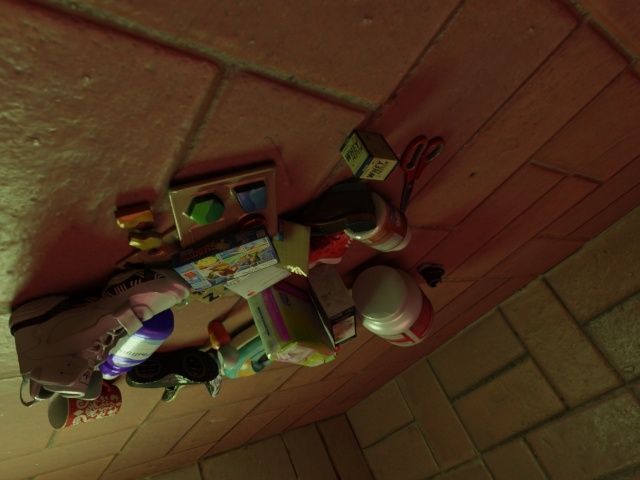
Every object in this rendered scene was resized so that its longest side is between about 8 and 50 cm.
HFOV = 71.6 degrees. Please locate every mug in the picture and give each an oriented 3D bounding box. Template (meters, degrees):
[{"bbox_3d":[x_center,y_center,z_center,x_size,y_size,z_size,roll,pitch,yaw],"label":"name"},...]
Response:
[{"bbox_3d":[-0.677,0.475,1.304,0.150,0.113,0.169,-37,153,22],"label":"mug"}]

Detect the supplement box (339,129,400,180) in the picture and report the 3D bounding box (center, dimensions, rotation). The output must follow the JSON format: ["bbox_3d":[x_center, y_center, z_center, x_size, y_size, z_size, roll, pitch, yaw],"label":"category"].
[{"bbox_3d":[0.100,-0.173,0.904,0.083,0.083,0.056,0,141,-37],"label":"supplement box"}]

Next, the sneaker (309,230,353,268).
[{"bbox_3d":[0.000,0.000,1.130,0.221,0.087,0.128,-9,140,-51],"label":"sneaker"}]

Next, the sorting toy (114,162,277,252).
[{"bbox_3d":[-0.228,-0.034,0.888,0.308,0.041,0.229,-17,146,-19],"label":"sorting toy"}]

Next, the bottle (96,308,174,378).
[{"bbox_3d":[-0.482,0.261,1.123,0.118,0.092,0.283,20,130,-39],"label":"bottle"}]

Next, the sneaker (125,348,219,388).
[{"bbox_3d":[-0.464,0.410,1.391,0.287,0.108,0.130,11,144,-31],"label":"sneaker"}]

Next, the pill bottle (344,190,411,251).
[{"bbox_3d":[0.150,-0.040,1.125,0.121,0.121,0.216,-38,150,19],"label":"pill bottle"}]

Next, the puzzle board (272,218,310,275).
[{"bbox_3d":[-0.068,0.014,1.029,0.011,0.097,0.128,-41,141,-55],"label":"puzzle board"}]

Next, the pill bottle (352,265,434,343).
[{"bbox_3d":[0.251,0.226,1.533,0.229,0.228,0.408,-32,151,9],"label":"pill bottle"}]

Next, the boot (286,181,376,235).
[{"bbox_3d":[0.023,-0.072,1.032,0.220,0.106,0.082,-3,160,16],"label":"boot"}]

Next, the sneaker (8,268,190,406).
[{"bbox_3d":[-0.441,0.199,0.919,0.366,0.210,0.137,-15,149,-11],"label":"sneaker"}]

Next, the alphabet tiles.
[{"bbox_3d":[-0.293,0.069,1.054,0.285,0.011,0.342,-31,151,8],"label":"alphabet tiles"}]

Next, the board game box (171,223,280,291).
[{"bbox_3d":[-0.197,0.041,0.958,0.202,0.035,0.136,-19,152,-3],"label":"board game box"}]

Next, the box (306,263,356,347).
[{"bbox_3d":[0.037,0.206,1.391,0.087,0.169,0.289,-25,150,-9],"label":"box"}]

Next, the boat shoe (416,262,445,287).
[{"bbox_3d":[0.437,0.140,1.692,0.184,0.083,0.065,11,134,-48],"label":"boat shoe"}]

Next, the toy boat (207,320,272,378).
[{"bbox_3d":[-0.237,0.351,1.404,0.268,0.148,0.318,-39,148,7],"label":"toy boat"}]

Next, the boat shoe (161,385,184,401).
[{"bbox_3d":[-0.520,0.512,1.555,0.049,0.056,0.152,19,118,-47],"label":"boat shoe"}]

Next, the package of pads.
[{"bbox_3d":[-0.079,0.243,1.289,0.101,0.229,0.296,-33,151,12],"label":"package of pads"}]

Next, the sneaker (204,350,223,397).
[{"bbox_3d":[-0.361,0.466,1.543,0.081,0.080,0.211,-17,134,-33],"label":"sneaker"}]

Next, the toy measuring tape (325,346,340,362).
[{"bbox_3d":[0.007,0.411,1.755,0.122,0.121,0.330,-26,151,-1],"label":"toy measuring tape"}]

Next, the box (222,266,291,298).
[{"bbox_3d":[-0.172,0.076,1.114,0.145,0.038,0.186,-30,150,6],"label":"box"}]

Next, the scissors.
[{"bbox_3d":[0.218,-0.148,1.114,0.109,0.021,0.297,-15,150,-25],"label":"scissors"}]
